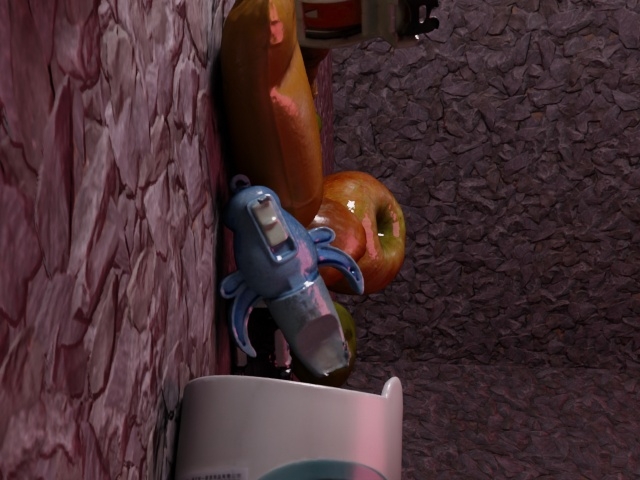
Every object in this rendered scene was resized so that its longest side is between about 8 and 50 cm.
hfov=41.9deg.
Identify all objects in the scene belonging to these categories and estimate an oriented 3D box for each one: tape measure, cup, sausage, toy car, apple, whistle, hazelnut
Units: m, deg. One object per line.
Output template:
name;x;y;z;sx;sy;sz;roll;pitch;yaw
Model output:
tape measure;0.016;-0.370;1.124;0.125;0.246;0.243;87;-5;-53
cup;-0.048;0.270;0.817;0.290;0.219;0.257;-33;-132;55
sausage;-0.061;-0.166;1.018;0.353;0.116;0.134;83;22;-43
toy car;-0.077;0.120;1.098;0.070;0.080;0.170;-84;173;-64
apple;0.050;-0.011;1.889;0.309;0.250;0.277;59;41;-40
whistle;-0.043;0.042;1.011;0.269;0.180;0.093;66;-21;-10
hazelnut;0.000;0.000;1.537;0.182;0.182;0.182;1;90;-86

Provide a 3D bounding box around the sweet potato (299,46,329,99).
sweet potato;-0.030;-0.356;1.532;0.385;0.109;0.109;106;-14;-82

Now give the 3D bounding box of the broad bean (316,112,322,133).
broad bean;-0.031;-0.249;1.725;0.325;0.067;0.075;-86;160;-80

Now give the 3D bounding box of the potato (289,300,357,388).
potato;-0.002;0.216;1.751;0.253;0.149;0.186;-175;-78;-86
